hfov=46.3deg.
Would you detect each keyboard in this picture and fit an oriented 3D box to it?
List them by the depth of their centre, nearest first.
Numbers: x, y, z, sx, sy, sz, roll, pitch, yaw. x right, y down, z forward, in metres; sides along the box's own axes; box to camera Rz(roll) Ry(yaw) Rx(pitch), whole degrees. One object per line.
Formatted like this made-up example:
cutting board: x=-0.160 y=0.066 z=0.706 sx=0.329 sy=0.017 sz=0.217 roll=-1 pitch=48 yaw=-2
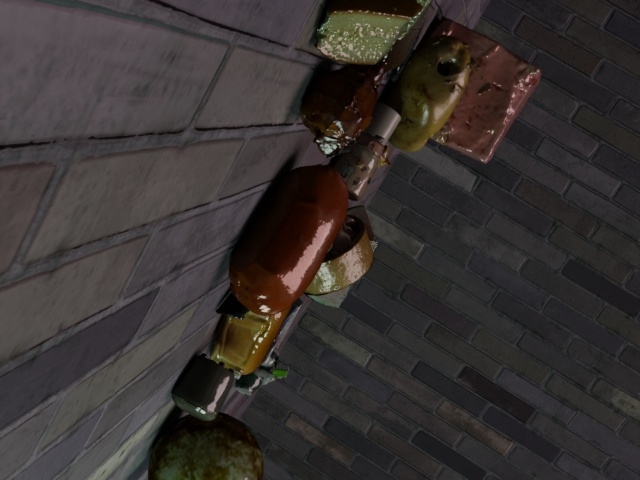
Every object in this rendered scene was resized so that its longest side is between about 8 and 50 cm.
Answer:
keyboard: x=-0.118 y=0.075 z=1.374 sx=0.195 sy=0.060 sz=0.018 roll=-53 pitch=138 yaw=-44

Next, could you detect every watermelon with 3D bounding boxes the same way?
watermelon: x=0.035 y=0.051 z=1.987 sx=0.224 sy=0.180 sz=0.305 roll=-41 pitch=163 yaw=-39

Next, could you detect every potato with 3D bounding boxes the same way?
potato: x=0.241 y=-0.339 z=1.740 sx=0.140 sy=0.173 sz=0.300 roll=4 pitch=136 yaw=-33

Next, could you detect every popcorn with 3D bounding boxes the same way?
popcorn: x=0.173 y=-0.241 z=2.162 sx=0.084 sy=0.084 sz=0.084 roll=-57 pitch=175 yaw=-8

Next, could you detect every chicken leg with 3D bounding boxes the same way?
chicken leg: x=0.039 y=-0.212 z=1.088 sx=0.113 sy=0.093 sz=0.304 roll=-41 pitch=-170 yaw=23

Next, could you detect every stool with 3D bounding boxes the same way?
stool: x=-0.218 y=0.274 z=1.399 sx=0.110 sy=0.096 sz=0.096 roll=-61 pitch=176 yaw=-17

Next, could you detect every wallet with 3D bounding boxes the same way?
wallet: x=0.157 y=-0.400 z=1.318 sx=0.133 sy=0.039 sz=0.243 roll=-45 pitch=167 yaw=-43

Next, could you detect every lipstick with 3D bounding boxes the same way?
lipstick: x=0.088 y=-0.189 z=1.698 sx=0.255 sy=0.070 sz=0.070 roll=-58 pitch=175 yaw=-4

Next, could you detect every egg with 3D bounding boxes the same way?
egg: x=-0.241 y=0.475 z=1.574 sx=0.238 sy=0.238 sz=0.289 roll=-58 pitch=-167 yaw=-1

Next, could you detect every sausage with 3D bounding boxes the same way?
sausage: x=-0.047 y=-0.002 z=1.184 sx=0.258 sy=0.133 sz=0.133 roll=-60 pitch=175 yaw=-7

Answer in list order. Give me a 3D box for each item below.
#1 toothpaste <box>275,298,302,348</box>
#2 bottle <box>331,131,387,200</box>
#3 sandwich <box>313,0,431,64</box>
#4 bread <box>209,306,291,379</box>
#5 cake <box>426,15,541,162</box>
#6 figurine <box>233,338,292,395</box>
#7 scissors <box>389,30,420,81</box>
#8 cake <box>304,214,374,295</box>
toothpaste: x=-0.149 y=0.294 z=2.279 sx=0.299 sy=0.073 sz=0.114 roll=-60 pitch=-153 yaw=5
bottle: x=0.079 y=-0.171 z=1.612 sx=0.152 sy=0.098 sz=0.099 roll=-61 pitch=175 yaw=-6
sandwich: x=0.080 y=-0.289 z=0.932 sx=0.244 sy=0.088 sz=0.090 roll=-54 pitch=177 yaw=-41
bread: x=-0.131 y=0.160 z=1.484 sx=0.136 sy=0.107 sz=0.241 roll=-57 pitch=176 yaw=-49
cake: x=0.368 y=-0.379 z=1.939 sx=0.314 sy=0.306 sz=0.293 roll=-60 pitch=173 yaw=14
figurine: x=-0.179 y=0.359 z=2.176 sx=0.147 sy=0.126 sz=0.192 roll=-9 pitch=-135 yaw=48
scissors: x=0.198 y=-0.442 z=1.541 sx=0.109 sy=0.022 sz=0.300 roll=-60 pitch=175 yaw=-28
cake: x=0.000 y=0.000 z=1.591 sx=0.185 sy=0.178 sz=0.207 roll=-35 pitch=-159 yaw=-22
